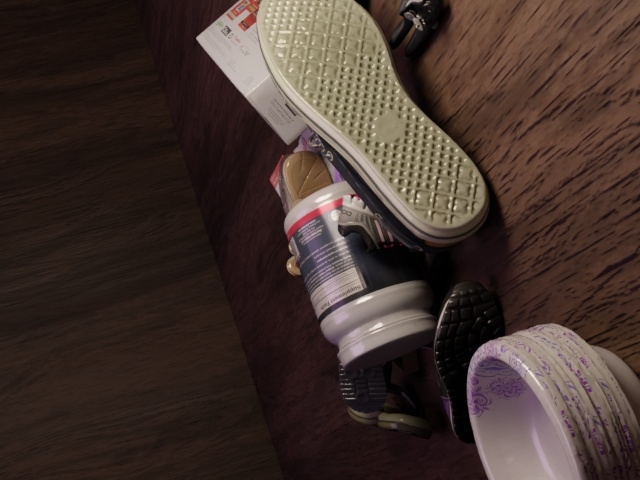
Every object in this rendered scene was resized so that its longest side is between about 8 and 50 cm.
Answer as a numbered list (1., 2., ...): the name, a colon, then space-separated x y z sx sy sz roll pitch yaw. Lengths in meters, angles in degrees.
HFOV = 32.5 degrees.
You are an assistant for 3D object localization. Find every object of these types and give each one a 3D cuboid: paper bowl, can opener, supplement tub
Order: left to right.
1. supplement tub: 0.068 0.053 1.778 0.191 0.191 0.272 115 136 -68
2. can opener: 0.138 -0.309 1.567 0.059 0.073 0.186 33 161 5
3. paper bowl: 0.302 0.238 1.310 0.284 0.148 0.284 165 90 -75

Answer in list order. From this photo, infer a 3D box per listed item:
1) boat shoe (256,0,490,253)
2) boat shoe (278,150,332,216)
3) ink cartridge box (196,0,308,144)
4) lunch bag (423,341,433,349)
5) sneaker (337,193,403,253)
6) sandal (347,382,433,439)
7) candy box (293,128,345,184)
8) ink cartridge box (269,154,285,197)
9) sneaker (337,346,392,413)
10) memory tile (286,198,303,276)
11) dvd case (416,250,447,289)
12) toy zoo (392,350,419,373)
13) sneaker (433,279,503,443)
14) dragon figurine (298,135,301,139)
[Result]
1. boat shoe: 0.064 -0.180 1.623 0.500 0.187 0.156 54 166 19
2. boat shoe: -0.007 -0.028 1.988 0.285 0.103 0.092 71 166 -15
3. ink cartridge box: -0.040 -0.349 1.911 0.130 0.272 0.309 47 -176 -35
4. lunch bag: 0.171 0.156 1.878 0.083 0.053 0.071 48 170 -11
5. sneaker: 0.099 -0.009 1.669 0.063 0.170 0.075 -126 60 -77
6. sandal: 0.143 0.317 2.090 0.303 0.120 0.086 173 107 -72
7. candy box: 0.038 -0.123 1.996 0.196 0.070 0.165 60 163 10
8. ink cartridge box: -0.010 -0.081 2.160 0.067 0.115 0.198 -60 36 22
9. sneaker: 0.082 0.147 2.000 0.131 0.112 0.319 -68 -17 -66
10. memory tile: 0.000 0.000 1.896 0.012 0.113 0.148 130 147 -58
11. dvd case: 0.154 -0.023 1.817 0.239 0.029 0.179 100 151 -59
12. toy zoo: 0.107 0.116 2.123 0.293 0.030 0.192 -141 38 -65
13. sneaker: 0.208 0.169 1.680 0.124 0.107 0.283 -118 18 -57
14. dragon figurine: -0.051 -0.303 2.172 0.144 0.085 0.289 -137 36 -64
